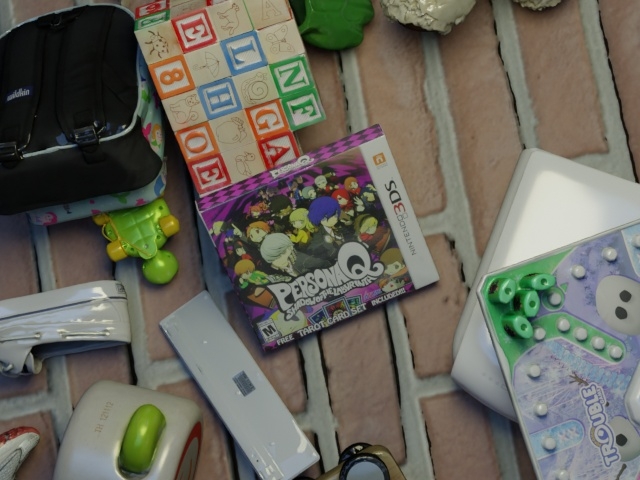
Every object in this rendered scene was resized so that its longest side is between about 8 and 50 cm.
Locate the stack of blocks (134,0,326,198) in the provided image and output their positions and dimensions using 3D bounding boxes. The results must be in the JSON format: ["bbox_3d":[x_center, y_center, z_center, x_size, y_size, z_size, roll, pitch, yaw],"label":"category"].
[{"bbox_3d":[-0.083,-0.149,1.744,0.171,0.087,0.297,-18,117,3],"label":"stack of blocks"}]

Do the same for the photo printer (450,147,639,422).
[{"bbox_3d":[0.302,0.075,1.742,0.256,0.107,0.307,21,83,8],"label":"photo printer"}]

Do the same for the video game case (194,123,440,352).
[{"bbox_3d":[0.000,0.000,1.756,0.232,0.042,0.210,-22,119,0],"label":"video game case"}]

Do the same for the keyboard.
[{"bbox_3d":[-0.099,0.176,1.790,0.072,0.014,0.256,-33,69,-7],"label":"keyboard"}]

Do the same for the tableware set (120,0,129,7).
[{"bbox_3d":[-0.191,-0.369,1.851,0.194,0.128,0.039,-33,54,1],"label":"tableware set"}]

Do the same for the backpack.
[{"bbox_3d":[-0.289,-0.153,1.780,0.225,0.191,0.253,-12,54,7],"label":"backpack"}]

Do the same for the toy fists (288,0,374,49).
[{"bbox_3d":[-0.019,-0.360,1.833,0.096,0.142,0.279,-29,74,43],"label":"toy fists"}]

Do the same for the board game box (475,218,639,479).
[{"bbox_3d":[0.408,0.164,1.654,0.390,0.050,0.389,-19,93,-14],"label":"board game box"}]

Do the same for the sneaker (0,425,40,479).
[{"bbox_3d":[-0.397,0.320,1.784,0.093,0.088,0.225,33,84,-11],"label":"sneaker"}]

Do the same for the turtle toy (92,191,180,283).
[{"bbox_3d":[-0.214,-0.008,1.823,0.095,0.066,0.130,-25,79,2],"label":"turtle toy"}]

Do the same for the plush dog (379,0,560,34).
[{"bbox_3d":[0.164,-0.391,1.787,0.262,0.210,0.225,-18,46,-24],"label":"plush dog"}]

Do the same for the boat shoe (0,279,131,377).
[{"bbox_3d":[-0.357,0.121,1.804,0.268,0.096,0.088,-13,75,-6],"label":"boat shoe"}]

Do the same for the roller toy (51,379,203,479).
[{"bbox_3d":[-0.226,0.263,1.714,0.146,0.191,0.209,13,102,6],"label":"roller toy"}]

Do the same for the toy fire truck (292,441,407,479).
[{"bbox_3d":[0.038,0.383,1.702,0.217,0.158,0.246,-31,91,-1],"label":"toy fire truck"}]
